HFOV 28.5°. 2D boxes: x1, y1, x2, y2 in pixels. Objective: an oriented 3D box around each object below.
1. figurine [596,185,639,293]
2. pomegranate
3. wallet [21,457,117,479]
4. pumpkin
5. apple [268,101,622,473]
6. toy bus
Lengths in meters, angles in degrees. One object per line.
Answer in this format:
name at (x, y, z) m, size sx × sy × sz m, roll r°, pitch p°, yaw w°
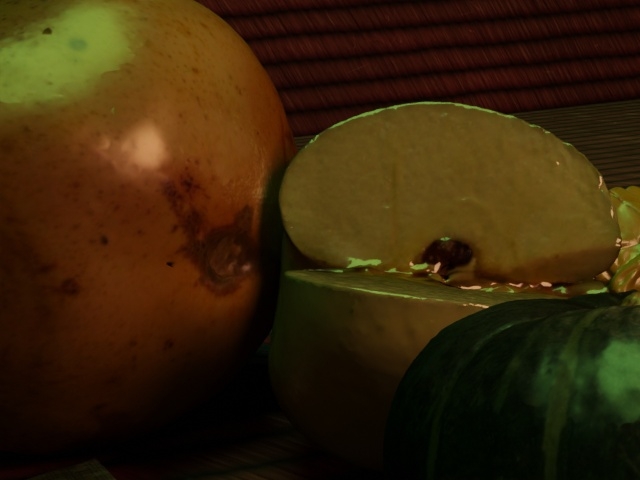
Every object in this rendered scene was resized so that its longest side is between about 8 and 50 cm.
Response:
figurine at (0.368, 0.079, 1.006) m, size 0.168 × 0.187 × 0.315 m, roll -9°, pitch 20°, yaw -43°
pomegranate at (-0.222, -0.025, 1.085) m, size 0.417 × 0.416 × 0.416 m, roll -4°, pitch 12°, yaw 1°
wallet at (-0.168, 0.207, 0.834) m, size 0.124 × 0.042 × 0.230 m, roll -13°, pitch 13°, yaw -24°
pumpkin at (0.185, 0.130, 0.696) m, size 0.300 × 0.207 × 0.300 m, roll -5°, pitch -3°, yaw 0°
apple at (0.090, 0.055, 0.974) m, size 0.258 × 0.233 × 0.295 m, roll 5°, pitch 38°, yaw -6°
toy bus at (-0.047, 0.124, 1.184) m, size 0.166 × 0.047 × 0.065 m, roll 2°, pitch 18°, yaw 33°
